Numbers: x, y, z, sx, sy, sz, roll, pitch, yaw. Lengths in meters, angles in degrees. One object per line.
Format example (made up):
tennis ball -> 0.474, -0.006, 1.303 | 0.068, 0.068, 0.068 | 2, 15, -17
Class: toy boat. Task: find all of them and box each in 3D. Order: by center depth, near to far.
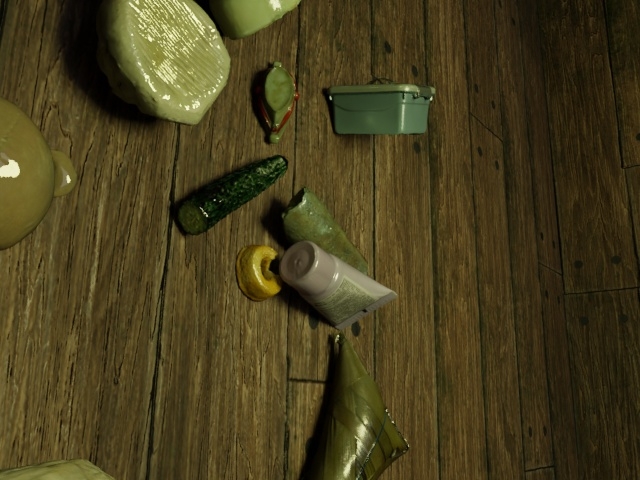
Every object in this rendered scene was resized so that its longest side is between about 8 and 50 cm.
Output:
toy boat -> -0.088, -0.290, 1.214 | 0.089, 0.071, 0.185 | 4, 74, -9

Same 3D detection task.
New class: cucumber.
cucumber -> -0.145, -0.096, 1.096 | 0.293, 0.067, 0.068 | -42, 115, -50

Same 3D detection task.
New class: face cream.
face cream -> 0.033, 0.098, 1.204 | 0.274, 0.154, 0.096 | 40, 20, -46

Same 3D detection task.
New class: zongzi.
zongzi -> 0.031, 0.355, 1.181 | 0.260, 0.123, 0.289 | -26, 92, -50

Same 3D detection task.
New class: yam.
yam -> 0.000, 0.000, 1.228 | 0.259, 0.106, 0.106 | 50, 46, -35

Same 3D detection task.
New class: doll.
doll -> -0.414, -0.023, 0.631 | 0.235, 0.174, 0.330 | 38, 54, -34

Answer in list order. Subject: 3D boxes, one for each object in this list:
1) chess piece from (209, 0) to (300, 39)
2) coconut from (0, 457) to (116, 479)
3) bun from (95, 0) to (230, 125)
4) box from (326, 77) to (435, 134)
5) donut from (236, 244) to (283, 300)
chess piece -> -0.202, -0.580, 1.031 | 0.442, 0.234, 0.234 | 60, 41, -32
coconut -> -0.317, 0.376, 0.589 | 0.328, 0.328, 0.329 | 17, 68, -50
bun -> -0.256, -0.283, 0.936 | 0.231, 0.133, 0.231 | 15, 70, -49
box -> 0.140, -0.311, 1.403 | 0.162, 0.227, 0.130 | -15, 108, -54
donut -> -0.110, 0.059, 1.122 | 0.097, 0.043, 0.108 | -21, 94, -54
